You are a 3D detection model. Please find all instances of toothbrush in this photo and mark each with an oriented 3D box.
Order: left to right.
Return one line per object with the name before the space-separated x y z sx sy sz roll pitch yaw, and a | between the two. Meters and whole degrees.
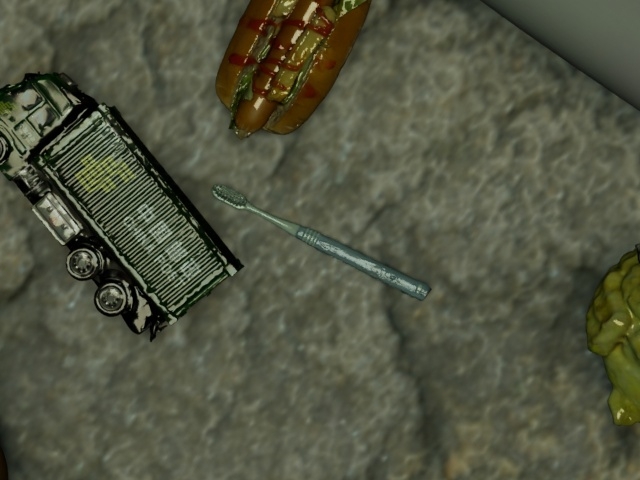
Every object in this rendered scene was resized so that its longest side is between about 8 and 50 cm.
toothbrush | 0.000 0.000 1.696 0.219 0.019 0.016 27 77 1

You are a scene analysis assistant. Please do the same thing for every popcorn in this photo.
popcorn | 0.301 0.086 1.622 0.142 0.173 0.174 13 91 12

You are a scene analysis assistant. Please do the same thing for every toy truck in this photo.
toy truck | -0.197 -0.038 1.669 0.121 0.088 0.259 -39 91 3

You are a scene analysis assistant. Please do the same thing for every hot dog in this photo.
hot dog | -0.014 -0.201 1.667 0.104 0.076 0.250 29 89 0

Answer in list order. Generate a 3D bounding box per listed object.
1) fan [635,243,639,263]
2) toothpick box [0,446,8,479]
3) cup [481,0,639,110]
fan | 0.405 0.009 1.611 0.335 0.011 0.230 1 73 -29
toothpick box | -0.385 0.114 1.630 0.192 0.192 0.294 -20 95 2
cup | 0.231 -0.281 1.571 0.371 0.253 0.253 32 92 2
